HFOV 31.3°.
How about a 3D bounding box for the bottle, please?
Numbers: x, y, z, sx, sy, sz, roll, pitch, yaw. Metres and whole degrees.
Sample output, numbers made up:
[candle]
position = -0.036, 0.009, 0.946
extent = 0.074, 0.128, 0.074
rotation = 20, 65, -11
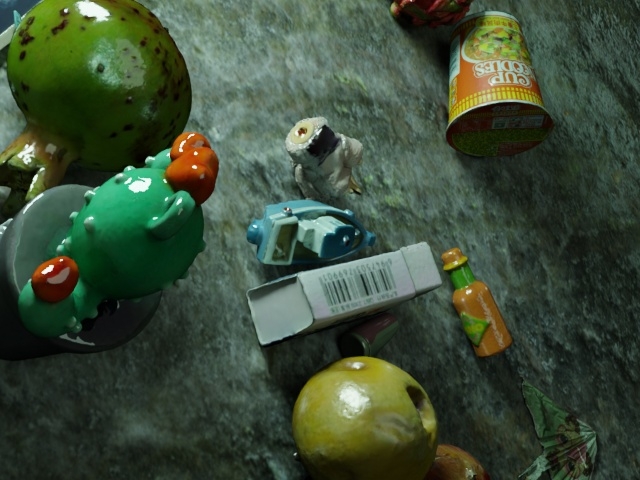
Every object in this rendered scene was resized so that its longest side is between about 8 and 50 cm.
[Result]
[bottle]
position = 0.254, 0.101, 1.900
extent = 0.069, 0.069, 0.187
rotation = -30, 96, -45

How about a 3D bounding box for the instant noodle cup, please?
[instant noodle cup]
position = 0.303, -0.281, 2.011
extent = 0.193, 0.193, 0.212
rotation = 19, 56, -39

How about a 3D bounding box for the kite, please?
[kite]
position = 0.425, 0.381, 2.009
extent = 0.267, 0.013, 0.323
rotation = -13, 85, -46

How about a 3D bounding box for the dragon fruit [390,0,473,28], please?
[dragon fruit]
position = 0.174, -0.450, 1.951
extent = 0.172, 0.166, 0.160
rotation = 31, 95, -47

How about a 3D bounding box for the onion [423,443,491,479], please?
[onion]
position = 0.196, 0.405, 1.672
extent = 0.230, 0.163, 0.230
rotation = 20, 64, -48

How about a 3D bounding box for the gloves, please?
[gloves]
position = 0.001, -0.120, 1.707
extent = 0.110, 0.094, 0.144
rotation = -45, 133, -34

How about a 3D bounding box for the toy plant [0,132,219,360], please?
[toy plant]
position = -0.244, 0.025, 1.200
extent = 0.279, 0.400, 0.185
rotation = -24, 91, -45

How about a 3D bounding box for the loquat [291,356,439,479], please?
[loquat]
position = 0.058, 0.263, 1.570
extent = 0.213, 0.213, 0.213
rotation = 16, 65, -40

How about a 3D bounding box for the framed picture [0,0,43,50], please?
[framed picture]
position = -0.419, -0.362, 1.434
extent = 0.209, 0.019, 0.281
rotation = 50, 48, -20

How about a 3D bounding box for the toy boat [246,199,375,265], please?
[toy boat]
position = 0.000, 0.000, 1.646
extent = 0.215, 0.102, 0.088
rotation = -2, 115, -45

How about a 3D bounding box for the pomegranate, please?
[pomegranate]
position = -0.293, -0.177, 1.366
extent = 0.286, 0.231, 0.231
rotation = -35, 101, -34

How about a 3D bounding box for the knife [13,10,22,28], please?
[knife]
position = -0.373, -0.242, 1.428
extent = 0.014, 0.005, 0.091
rotation = -27, 113, -55

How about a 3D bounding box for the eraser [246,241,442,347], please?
[eraser]
position = 0.040, 0.075, 1.657
extent = 0.287, 0.130, 0.086
rotation = -12, 81, -44

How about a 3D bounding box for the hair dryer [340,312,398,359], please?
[hair dryer]
position = 0.089, 0.195, 1.730
extent = 0.106, 0.054, 0.154
rotation = -23, 103, -50
